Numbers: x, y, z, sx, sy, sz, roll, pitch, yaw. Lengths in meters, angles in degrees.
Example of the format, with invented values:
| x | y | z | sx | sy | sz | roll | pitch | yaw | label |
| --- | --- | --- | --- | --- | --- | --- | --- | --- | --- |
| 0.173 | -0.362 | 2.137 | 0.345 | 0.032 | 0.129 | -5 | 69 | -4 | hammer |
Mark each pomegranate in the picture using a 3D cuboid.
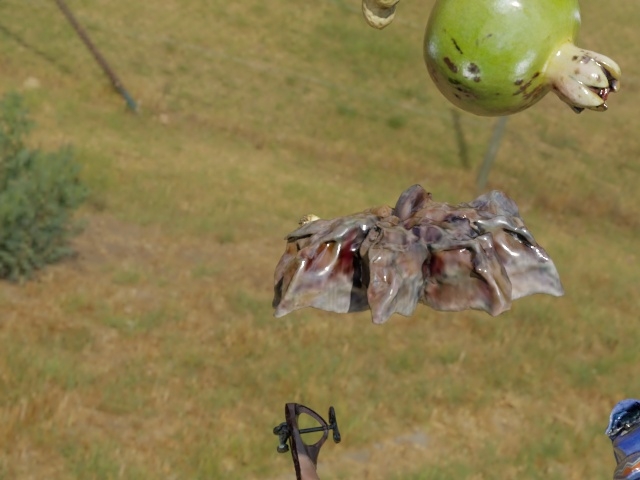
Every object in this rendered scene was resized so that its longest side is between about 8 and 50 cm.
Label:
| x | y | z | sx | sy | sz | roll | pitch | yaw | label |
| --- | --- | --- | --- | --- | --- | --- | --- | --- | --- |
| 0.217 | -0.217 | 1.347 | 0.210 | 0.179 | 0.179 | 9 | 27 | 7 | pomegranate |

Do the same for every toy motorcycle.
| x | y | z | sx | sy | sz | roll | pitch | yaw | label |
| --- | --- | --- | --- | --- | --- | --- | --- | --- | --- |
| 0.281 | 0.192 | 1.049 | 0.114 | 0.076 | 0.205 | 56 | 17 | -3 | toy motorcycle |

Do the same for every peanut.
| x | y | z | sx | sy | sz | roll | pitch | yaw | label |
| --- | --- | --- | --- | --- | --- | --- | --- | --- | --- |
| 0.057 | -0.222 | 1.134 | 0.037 | 0.083 | 0.037 | 3 | 62 | -6 | peanut |

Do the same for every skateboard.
| x | y | z | sx | sy | sz | roll | pitch | yaw | label |
| --- | --- | --- | --- | --- | --- | --- | --- | --- | --- |
| -0.010 | 0.273 | 1.584 | 0.080 | 0.067 | 0.151 | -8 | 67 | -12 | skateboard |

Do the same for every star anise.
| x | y | z | sx | sy | sz | roll | pitch | yaw | label |
| --- | --- | --- | --- | --- | --- | --- | --- | --- | --- |
| 0.073 | 0.009 | 1.041 | 0.223 | 0.109 | 0.236 | -7 | 1 | 37 | star anise |

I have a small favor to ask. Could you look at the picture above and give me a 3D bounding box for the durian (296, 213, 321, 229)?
| x | y | z | sx | sy | sz | roll | pitch | yaw | label |
| --- | --- | --- | --- | --- | --- | --- | --- | --- | --- |
| -0.001 | 0.010 | 1.456 | 0.066 | 0.052 | 0.130 | 21 | 19 | -12 | durian |
